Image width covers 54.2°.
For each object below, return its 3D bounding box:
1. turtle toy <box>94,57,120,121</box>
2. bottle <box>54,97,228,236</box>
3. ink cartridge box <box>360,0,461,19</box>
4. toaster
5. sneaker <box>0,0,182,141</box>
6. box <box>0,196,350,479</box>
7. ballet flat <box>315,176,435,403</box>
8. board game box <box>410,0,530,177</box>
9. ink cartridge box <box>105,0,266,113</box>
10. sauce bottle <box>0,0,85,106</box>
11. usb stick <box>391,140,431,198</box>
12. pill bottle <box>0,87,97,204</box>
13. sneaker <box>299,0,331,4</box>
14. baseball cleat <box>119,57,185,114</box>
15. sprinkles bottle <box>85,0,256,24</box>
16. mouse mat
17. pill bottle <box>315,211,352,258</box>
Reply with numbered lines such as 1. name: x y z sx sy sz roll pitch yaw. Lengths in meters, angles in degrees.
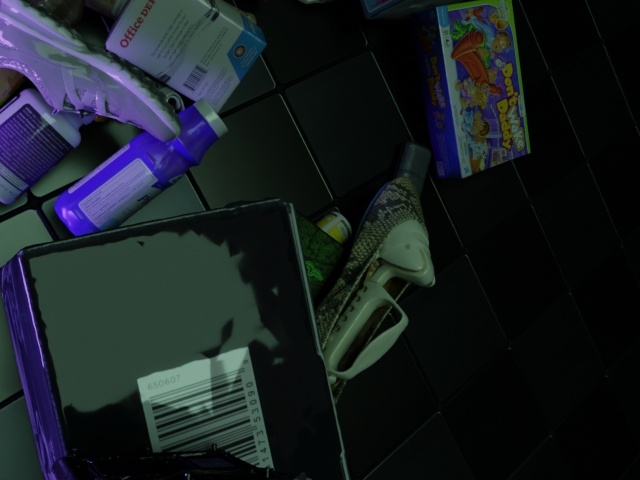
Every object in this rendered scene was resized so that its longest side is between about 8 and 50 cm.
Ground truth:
1. turtle toy: -0.362 -0.241 1.012 0.130 0.066 0.095 -16 102 -4
2. bottle: -0.275 -0.112 0.981 0.283 0.118 0.092 -39 97 -4
3. ink cartridge box: 0.149 -0.660 1.255 0.270 0.151 0.395 -25 97 -51
4. toaster: -0.123 0.233 0.505 0.168 0.185 0.110 6 79 -28
5. sneaker: -0.327 -0.215 0.877 0.281 0.105 0.115 33 101 -18
6. box: -0.214 0.225 0.827 0.297 0.472 0.480 -13 92 -28
7. ballet flat: 0.102 0.101 1.150 0.164 0.182 0.483 45 73 -39
8. board game box: 0.330 -0.331 1.350 0.233 0.078 0.347 -21 107 -31
9. ink cartridge box: -0.212 -0.323 0.993 0.203 0.148 0.086 29 27 -30
10. sauce bottle: -0.425 -0.318 0.903 0.344 0.111 0.111 -45 108 0
11. usb stick: 0.172 -0.078 1.317 0.077 0.045 0.278 24 74 -26
12. pill bottle: -0.429 -0.155 0.926 0.193 0.108 0.108 -44 107 -8
13. sneaker: -0.025 -0.576 1.229 0.163 0.086 0.226 -46 108 -27
14. baseball cleat: -0.273 -0.259 1.047 0.072 0.109 0.206 -33 99 -22
15. sprinkles bottle: -0.287 -0.404 1.045 0.355 0.121 0.121 21 75 -26
16. mouse mat: -0.041 0.040 1.131 0.189 0.007 0.153 36 85 -45
17. pill bottle: 0.000 0.000 1.202 0.116 0.065 0.065 -38 104 -27
